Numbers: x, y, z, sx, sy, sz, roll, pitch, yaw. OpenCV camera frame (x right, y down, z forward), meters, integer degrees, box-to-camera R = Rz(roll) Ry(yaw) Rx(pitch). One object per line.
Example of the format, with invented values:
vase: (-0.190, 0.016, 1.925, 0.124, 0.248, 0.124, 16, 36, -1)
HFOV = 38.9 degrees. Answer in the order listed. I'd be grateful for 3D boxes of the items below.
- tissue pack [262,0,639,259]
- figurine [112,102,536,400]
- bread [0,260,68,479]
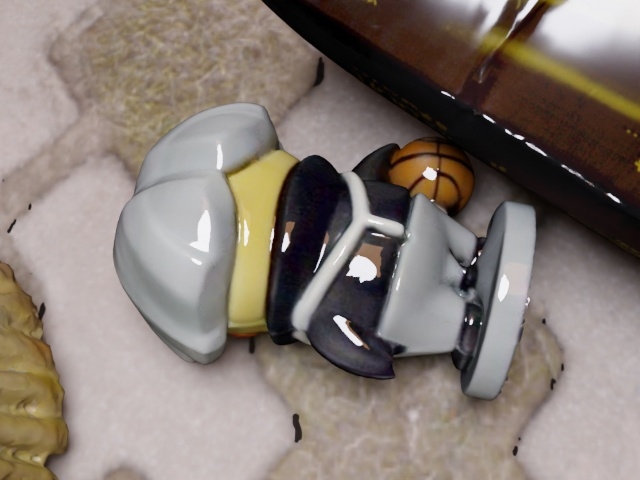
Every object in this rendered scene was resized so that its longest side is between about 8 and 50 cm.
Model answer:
tissue pack: (0.157, -0.123, 0.521, 0.370, 0.210, 0.198, 33, 106, 6)
figurine: (0.000, 0.000, 0.541, 0.237, 0.133, 0.176, 11, 53, 4)
bread: (-0.275, 0.095, 0.485, 0.274, 0.149, 0.274, 3, 63, -5)
